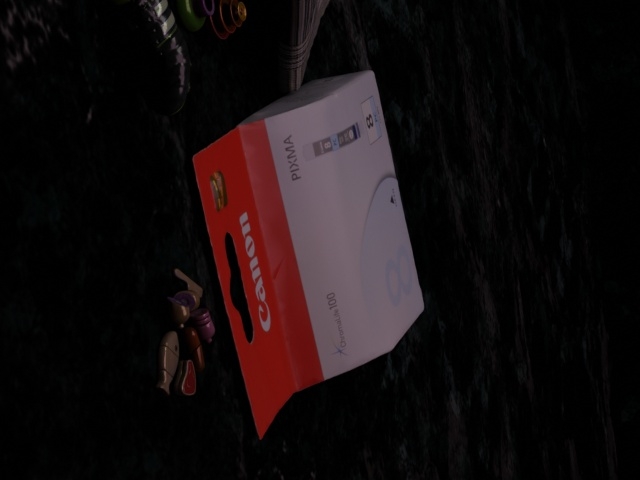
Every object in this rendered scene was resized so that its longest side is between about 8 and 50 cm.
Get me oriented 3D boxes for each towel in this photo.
[{"bbox_3d":[0.015,-0.371,1.512,0.312,0.056,0.324,96,9,-53],"label":"towel"}]

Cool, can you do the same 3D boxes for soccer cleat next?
[{"bbox_3d":[-0.159,-0.198,1.207,0.072,0.060,0.179,4,74,-59],"label":"soccer cleat"}]

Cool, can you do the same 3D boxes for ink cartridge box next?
[{"bbox_3d":[0.000,0.000,1.498,0.385,0.091,0.308,-44,125,-65],"label":"ink cartridge box"}]

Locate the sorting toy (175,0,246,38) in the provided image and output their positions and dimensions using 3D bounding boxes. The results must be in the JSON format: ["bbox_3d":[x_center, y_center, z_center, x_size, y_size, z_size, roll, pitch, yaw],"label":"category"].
[{"bbox_3d":[-0.104,-0.237,1.363,0.102,0.042,0.061,4,80,-68],"label":"sorting toy"}]

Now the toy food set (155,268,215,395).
[{"bbox_3d":[-0.120,0.091,1.260,0.078,0.019,0.122,46,43,-57],"label":"toy food set"}]
